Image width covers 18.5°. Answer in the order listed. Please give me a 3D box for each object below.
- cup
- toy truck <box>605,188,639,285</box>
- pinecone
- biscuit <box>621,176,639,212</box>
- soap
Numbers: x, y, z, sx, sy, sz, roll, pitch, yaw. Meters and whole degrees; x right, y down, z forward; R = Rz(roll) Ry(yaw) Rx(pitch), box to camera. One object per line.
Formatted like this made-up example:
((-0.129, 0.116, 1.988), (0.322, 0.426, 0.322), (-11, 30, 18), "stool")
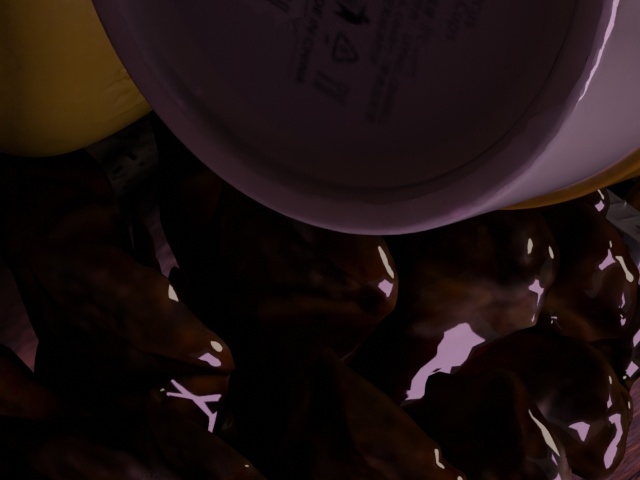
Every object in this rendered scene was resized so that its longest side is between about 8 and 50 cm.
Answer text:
((0.064, -0.126, 0.452), (0.226, 0.185, 0.241), (-26, 117, -45), "cup")
((0.093, 0.025, 0.935), (0.216, 0.110, 0.116), (-12, 135, -54), "toy truck")
((-0.013, 0.051, 0.636), (0.309, 0.244, 0.244), (-46, 168, -39), "pinecone")
((0.176, 0.027, 1.177), (0.197, 0.049, 0.301), (-18, 152, -38), "biscuit")
((-0.057, -0.072, 0.523), (0.089, 0.045, 0.140), (-38, 162, -23), "soap")
